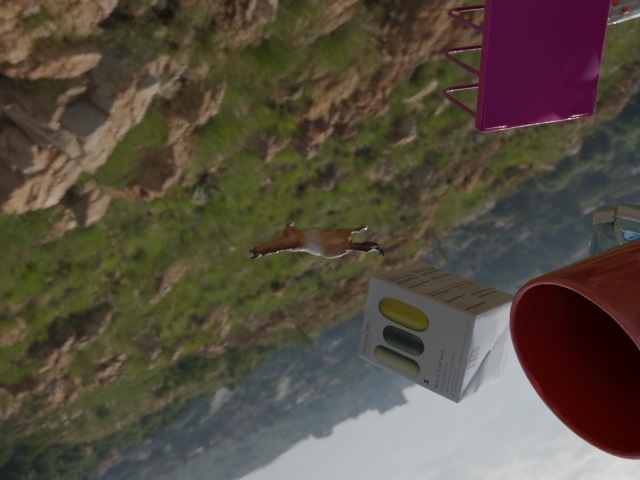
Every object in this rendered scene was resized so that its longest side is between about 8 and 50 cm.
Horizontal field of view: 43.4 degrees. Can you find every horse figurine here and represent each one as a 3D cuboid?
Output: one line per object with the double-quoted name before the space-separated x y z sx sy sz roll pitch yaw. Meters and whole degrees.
"horse figurine" 0.000 0.000 1.714 0.263 0.066 0.174 6 -165 16

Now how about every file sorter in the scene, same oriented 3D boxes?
"file sorter" 0.306 -0.347 1.250 0.202 0.182 0.290 -10 120 -16

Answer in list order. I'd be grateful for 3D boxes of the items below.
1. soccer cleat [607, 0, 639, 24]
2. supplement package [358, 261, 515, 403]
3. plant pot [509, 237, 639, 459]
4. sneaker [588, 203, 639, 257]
"soccer cleat" 0.496 -0.384 1.296 0.196 0.068 0.076 -9 178 15
"supplement package" 0.254 0.190 1.749 0.198 0.263 0.199 -12 116 -49
"plant pot" 0.443 0.120 1.113 0.243 0.275 0.275 -28 169 -22
"sneaker" 0.607 0.038 1.572 0.127 0.208 0.319 11 -179 5
